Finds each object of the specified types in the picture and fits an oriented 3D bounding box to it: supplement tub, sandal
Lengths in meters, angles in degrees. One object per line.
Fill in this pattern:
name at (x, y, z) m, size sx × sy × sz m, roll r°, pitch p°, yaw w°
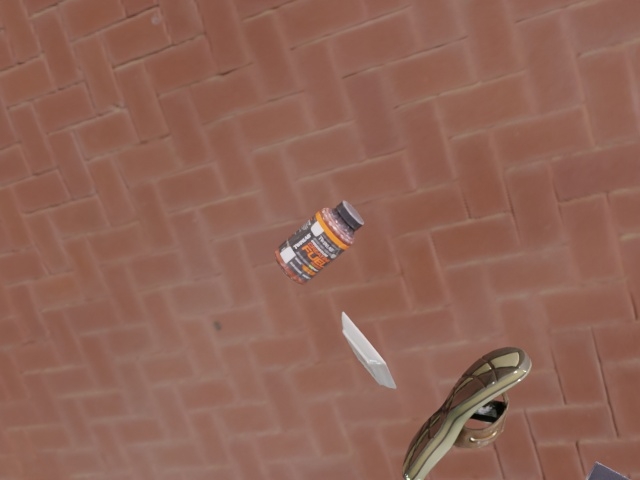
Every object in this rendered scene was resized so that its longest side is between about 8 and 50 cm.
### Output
supplement tub at (0.000, 0.000, 1.640) m, size 0.198 × 0.106 × 0.106 m, roll -41°, pitch 90°, yaw 15°
sandal at (0.233, 0.278, 1.156) m, size 0.086 × 0.120 × 0.303 m, roll 34°, pitch 119°, yaw 3°

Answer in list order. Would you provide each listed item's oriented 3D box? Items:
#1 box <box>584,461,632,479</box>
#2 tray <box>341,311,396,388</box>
box at (0.578, 0.662, 1.556) m, size 0.183 × 0.294 × 0.296 m, roll 27°, pitch 158°, yaw 26°
tray at (0.103, 0.256, 1.658) m, size 0.030 × 0.270 × 0.145 m, roll -39°, pitch 66°, yaw -6°
